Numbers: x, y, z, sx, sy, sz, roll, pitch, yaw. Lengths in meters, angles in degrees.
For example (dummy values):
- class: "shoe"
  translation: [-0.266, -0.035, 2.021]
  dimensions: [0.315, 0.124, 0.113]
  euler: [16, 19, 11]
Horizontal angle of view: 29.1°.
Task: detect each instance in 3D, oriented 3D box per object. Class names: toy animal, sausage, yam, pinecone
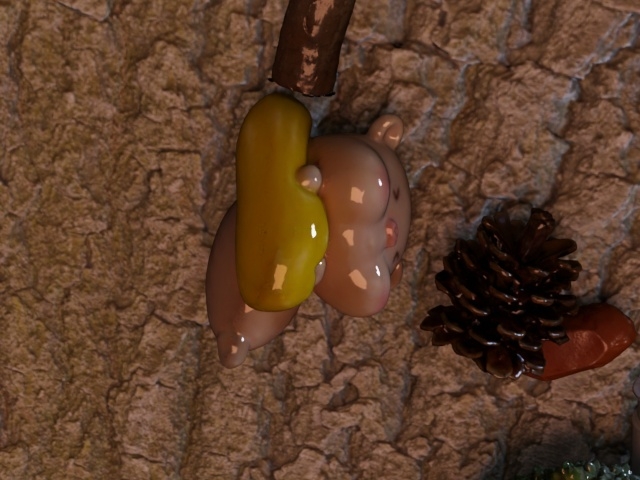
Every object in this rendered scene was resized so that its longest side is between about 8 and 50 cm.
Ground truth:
- class: "toy animal"
  translation: [0.003, 0.014, 1.489]
  dimensions: [0.246, 0.277, 0.345]
  euler: [8, 116, -15]
- class: "sausage"
  translation: [0.322, 0.134, 1.614]
  dimensions: [0.179, 0.089, 0.089]
  euler: [-22, 114, 26]
- class: "yam"
  translation: [-0.009, -0.238, 1.453]
  dimensions: [0.084, 0.084, 0.127]
  euler: [14, 114, -3]
- class: "pinecone"
  translation: [0.233, 0.057, 1.534]
  dimensions: [0.185, 0.168, 0.212]
  euler: [10, 101, -11]

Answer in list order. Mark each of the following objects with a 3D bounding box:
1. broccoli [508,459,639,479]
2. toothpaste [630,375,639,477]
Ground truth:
- class: "broccoli"
  translation: [0.354, 0.449, 1.701]
  dimensions: [0.334, 0.324, 0.272]
  euler: [-9, 74, 19]
- class: "toothpaste"
  translation: [0.475, 0.314, 1.710]
  dimensions: [0.114, 0.073, 0.299]
  euler: [-7, 124, 10]
